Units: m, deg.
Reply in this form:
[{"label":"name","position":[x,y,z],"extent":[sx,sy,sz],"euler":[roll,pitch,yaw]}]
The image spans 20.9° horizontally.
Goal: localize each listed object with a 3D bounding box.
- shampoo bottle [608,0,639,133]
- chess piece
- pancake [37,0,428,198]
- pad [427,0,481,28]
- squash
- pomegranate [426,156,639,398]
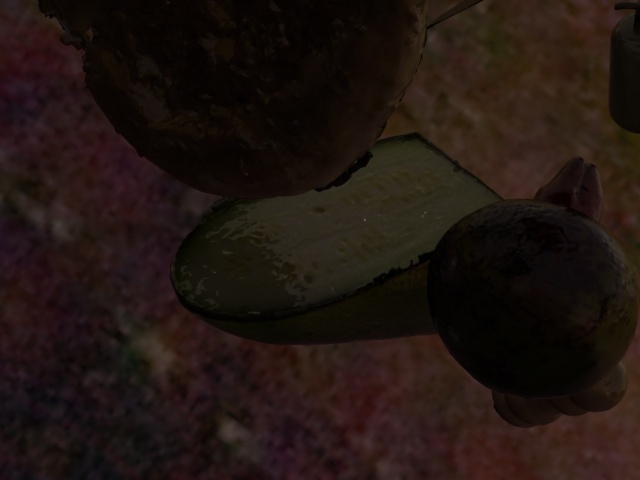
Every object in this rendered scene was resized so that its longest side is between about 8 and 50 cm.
[{"label":"shampoo bottle","position":[0.341,-0.189,1.807],"extent":[0.079,0.162,0.079],"euler":[-4,50,4]},{"label":"chess piece","position":[0.281,0.168,1.978],"extent":[0.094,0.094,0.170],"euler":[22,-16,-28]},{"label":"pancake","position":[-0.077,-0.204,1.236],"extent":[0.382,0.382,0.071],"euler":[42,39,17]},{"label":"pad","position":[0.272,-0.280,1.452],"extent":[0.007,0.367,0.247],"euler":[61,24,-7]},{"label":"squash","position":[0.000,0.000,1.811],"extent":[0.309,0.210,0.233],"euler":[4,28,-38]},{"label":"pomegranate","position":[0.217,0.025,1.656],"extent":[0.214,0.248,0.214],"euler":[23,-21,9]}]
